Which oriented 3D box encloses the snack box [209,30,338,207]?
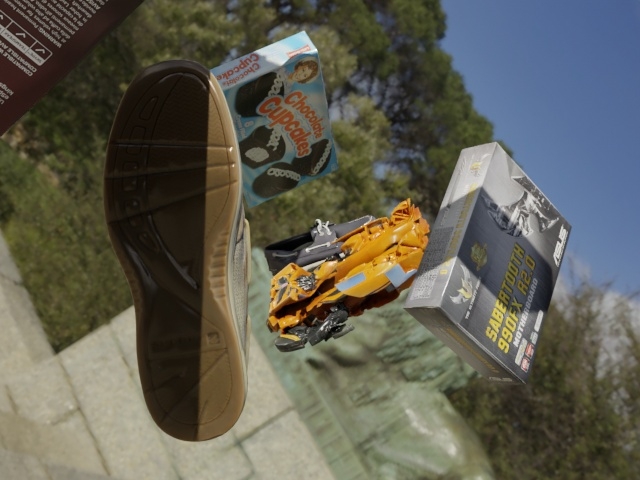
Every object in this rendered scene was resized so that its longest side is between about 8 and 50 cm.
[{"bbox_3d":[-0.079,-0.198,1.507,0.322,0.187,0.060,76,-12,-58],"label":"snack box"}]

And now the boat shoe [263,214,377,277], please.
[{"bbox_3d":[0.000,0.000,1.478,0.065,0.206,0.075,62,9,-19],"label":"boat shoe"}]

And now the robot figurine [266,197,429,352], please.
[{"bbox_3d":[0.036,0.056,1.330,0.085,0.291,0.211,56,12,-23],"label":"robot figurine"}]

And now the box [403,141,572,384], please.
[{"bbox_3d":[0.207,0.028,1.042,0.056,0.231,0.183,-7,-39,47],"label":"box"}]

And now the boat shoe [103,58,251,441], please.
[{"bbox_3d":[-0.108,0.007,0.721,0.098,0.109,0.302,-59,143,-87],"label":"boat shoe"}]

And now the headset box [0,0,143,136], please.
[{"bbox_3d":[-0.207,-0.148,0.519,0.110,0.293,0.218,42,23,-28],"label":"headset box"}]
